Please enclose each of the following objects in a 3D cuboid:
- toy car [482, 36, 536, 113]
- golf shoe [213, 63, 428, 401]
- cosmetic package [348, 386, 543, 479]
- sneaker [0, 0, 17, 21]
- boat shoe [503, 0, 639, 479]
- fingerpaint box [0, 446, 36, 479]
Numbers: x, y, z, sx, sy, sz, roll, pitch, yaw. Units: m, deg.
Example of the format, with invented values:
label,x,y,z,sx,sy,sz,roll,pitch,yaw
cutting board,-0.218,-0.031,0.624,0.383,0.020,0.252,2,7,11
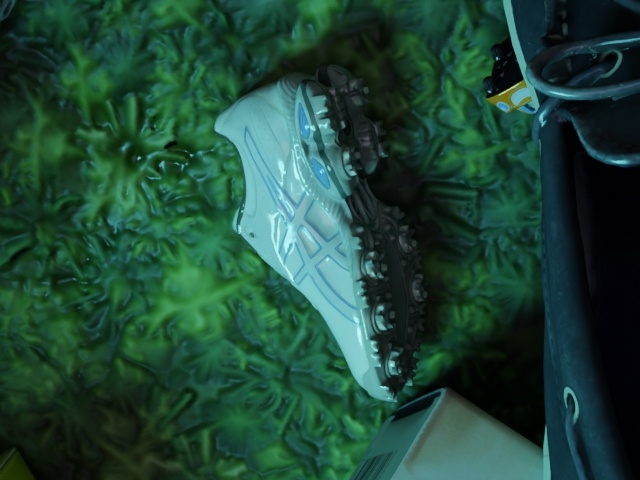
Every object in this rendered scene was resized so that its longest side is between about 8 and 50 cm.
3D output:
label,x,y,z,sx,sy,sz,roll,pitch,yaw
toy car,0.136,-0.102,0.826,0.122,0.060,0.040,-36,112,15
golf shoe,0.000,0.000,0.871,0.086,0.069,0.176,-10,100,29
cosmetic package,0.138,0.208,0.830,0.296,0.153,0.129,34,76,-2
sneaker,-0.218,-0.218,0.826,0.129,0.111,0.297,1,100,22
boat shoe,0.173,-0.048,0.725,0.187,0.156,0.500,3,79,-3
fingerpaint box,-0.277,0.382,0.927,0.445,0.163,0.371,-28,100,10
